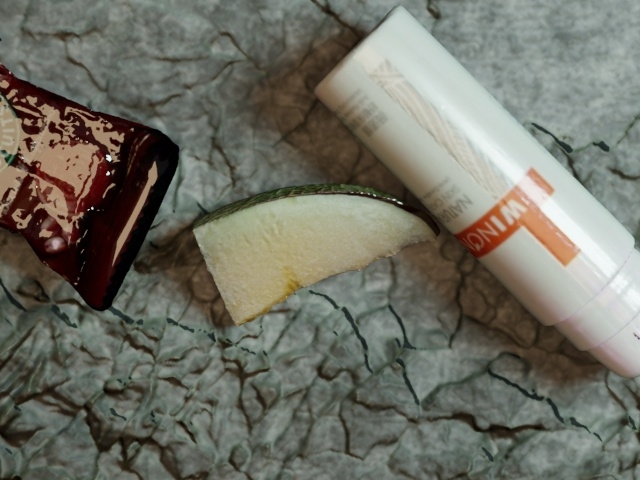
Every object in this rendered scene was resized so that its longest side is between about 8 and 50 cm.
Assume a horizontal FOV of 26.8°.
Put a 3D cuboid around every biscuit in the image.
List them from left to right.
[{"bbox_3d":[-0.232,-0.065,1.045,0.235,0.063,0.151,30,94,-2],"label":"biscuit"}]

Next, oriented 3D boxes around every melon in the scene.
[{"bbox_3d":[-0.005,-0.006,1.059,0.182,0.054,0.098,-24,105,9],"label":"melon"}]

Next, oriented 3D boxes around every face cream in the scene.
[{"bbox_3d":[0.148,-0.028,1.044,0.345,0.102,0.102,44,93,-4],"label":"face cream"}]
